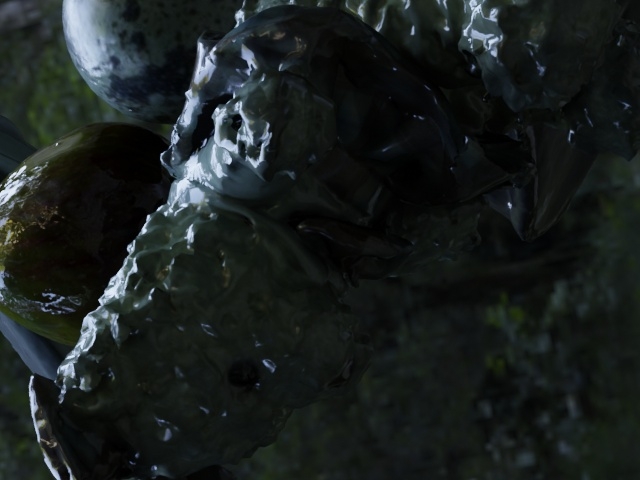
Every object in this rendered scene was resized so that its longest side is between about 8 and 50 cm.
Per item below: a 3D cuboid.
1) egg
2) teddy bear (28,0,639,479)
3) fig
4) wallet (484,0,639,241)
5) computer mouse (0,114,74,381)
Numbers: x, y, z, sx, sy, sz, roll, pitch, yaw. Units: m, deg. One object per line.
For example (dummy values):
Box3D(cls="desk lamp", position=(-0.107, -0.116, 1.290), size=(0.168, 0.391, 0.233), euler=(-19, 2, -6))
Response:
Box3D(cls="egg", position=(-0.092, -0.138, 1.103), size=(0.172, 0.132, 0.132), euler=(-98, -7, -86))
Box3D(cls="teddy bear", position=(-0.007, -0.018, 0.503), size=(0.111, 0.213, 0.133), euler=(50, -176, 28))
Box3D(cls="fig", position=(-0.192, 0.004, 1.111), size=(0.149, 0.245, 0.149), euler=(-8, -90, -79))
Box3D(cls="wallet", position=(0.157, -0.175, 0.679), size=(0.377, 0.051, 0.197), euler=(-54, -24, -20))
Box3D(cls="computer mouse", position=(-0.218, 0.000, 1.317), size=(0.188, 0.122, 0.371), euler=(30, 159, 53))
